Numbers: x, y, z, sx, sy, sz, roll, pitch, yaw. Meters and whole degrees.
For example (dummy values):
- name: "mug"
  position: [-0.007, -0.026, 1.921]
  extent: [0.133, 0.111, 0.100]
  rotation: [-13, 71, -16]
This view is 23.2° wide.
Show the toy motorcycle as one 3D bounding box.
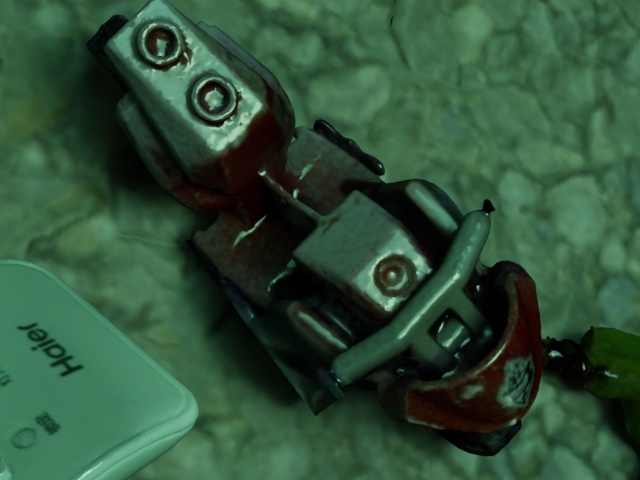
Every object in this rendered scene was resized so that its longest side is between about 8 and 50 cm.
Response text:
- name: "toy motorcycle"
  position: [-0.001, 0.001, 0.541]
  extent: [0.213, 0.122, 0.082]
  rotation: [45, 77, -8]

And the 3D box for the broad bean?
- name: "broad bean"
  position: [0.152, 0.117, 0.624]
  extent: [0.061, 0.046, 0.195]
  rotation: [-24, 83, -16]

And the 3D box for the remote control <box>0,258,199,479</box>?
- name: "remote control"
  position: [-0.174, 0.107, 0.459]
  extent: [0.293, 0.051, 0.103]
  rotation: [-33, 52, -28]
